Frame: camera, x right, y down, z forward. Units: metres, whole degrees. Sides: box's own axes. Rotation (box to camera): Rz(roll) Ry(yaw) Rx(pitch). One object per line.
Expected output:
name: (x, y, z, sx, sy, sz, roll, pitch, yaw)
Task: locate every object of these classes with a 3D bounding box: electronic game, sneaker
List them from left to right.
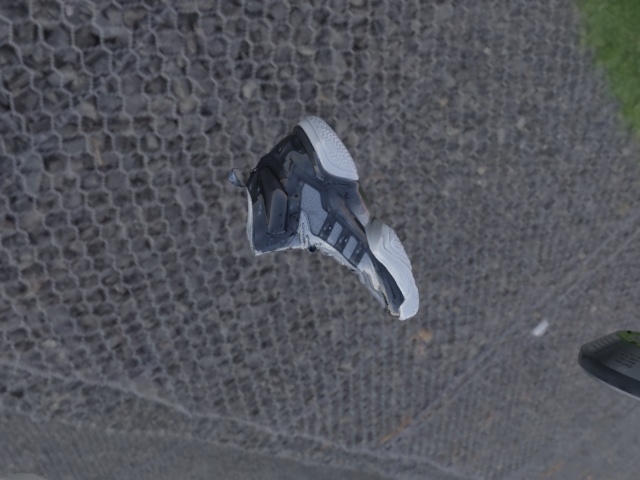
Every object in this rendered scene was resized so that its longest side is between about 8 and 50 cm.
sneaker: (0.000, 0.000, 1.085, 0.153, 0.268, 0.101, -30, -171, -5)
electronic game: (0.297, 0.112, 0.646, 0.229, 0.229, 0.048, 8, 99, -50)

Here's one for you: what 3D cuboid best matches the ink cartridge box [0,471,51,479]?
ink cartridge box: (-0.395, 0.491, 1.371, 0.121, 0.289, 0.211, 26, 78, -65)
